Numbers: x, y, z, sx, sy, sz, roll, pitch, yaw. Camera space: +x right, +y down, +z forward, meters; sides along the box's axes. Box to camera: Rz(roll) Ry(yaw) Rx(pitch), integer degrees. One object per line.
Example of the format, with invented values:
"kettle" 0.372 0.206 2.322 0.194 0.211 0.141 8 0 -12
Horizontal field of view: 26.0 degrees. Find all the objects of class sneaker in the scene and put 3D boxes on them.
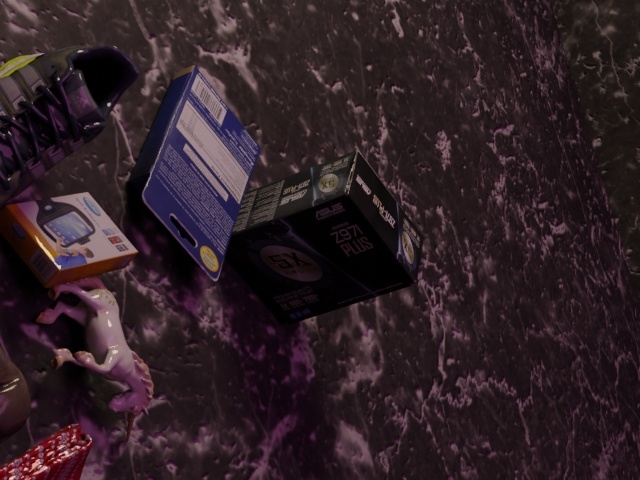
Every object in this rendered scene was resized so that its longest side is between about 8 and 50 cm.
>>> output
"sneaker" -0.262 -0.102 1.216 0.111 0.121 0.300 58 31 -21

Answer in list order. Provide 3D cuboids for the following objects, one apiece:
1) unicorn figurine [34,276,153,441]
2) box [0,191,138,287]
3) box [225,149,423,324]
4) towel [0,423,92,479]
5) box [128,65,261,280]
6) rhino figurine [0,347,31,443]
"unicorn figurine" -0.202 0.098 1.267 0.111 0.060 0.161 12 66 -52
"box" -0.229 -0.004 1.283 0.081 0.028 0.136 48 28 13
"box" 0.000 0.000 1.545 0.147 0.180 0.077 52 34 -31
"towel" -0.257 0.264 0.995 0.275 0.031 0.198 -31 138 -62
"box" -0.136 -0.070 1.501 0.136 0.037 0.225 52 33 -30
"rhino figurine" -0.309 0.068 1.088 0.243 0.073 0.106 64 33 -11
